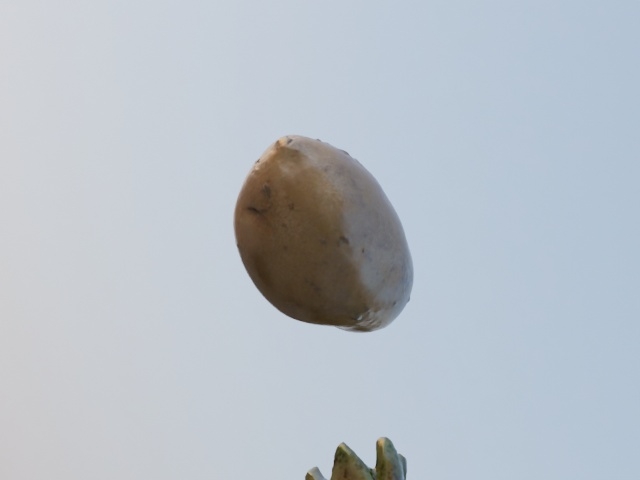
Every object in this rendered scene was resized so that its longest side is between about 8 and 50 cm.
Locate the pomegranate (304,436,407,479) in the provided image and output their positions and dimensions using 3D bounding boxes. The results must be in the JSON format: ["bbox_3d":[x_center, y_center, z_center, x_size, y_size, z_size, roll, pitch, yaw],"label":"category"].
[{"bbox_3d":[0.049,0.298,1.409,0.236,0.236,0.302,91,-20,-60],"label":"pomegranate"}]

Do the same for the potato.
[{"bbox_3d":[0.002,0.001,1.207,0.147,0.112,0.112,46,-12,-32],"label":"potato"}]
